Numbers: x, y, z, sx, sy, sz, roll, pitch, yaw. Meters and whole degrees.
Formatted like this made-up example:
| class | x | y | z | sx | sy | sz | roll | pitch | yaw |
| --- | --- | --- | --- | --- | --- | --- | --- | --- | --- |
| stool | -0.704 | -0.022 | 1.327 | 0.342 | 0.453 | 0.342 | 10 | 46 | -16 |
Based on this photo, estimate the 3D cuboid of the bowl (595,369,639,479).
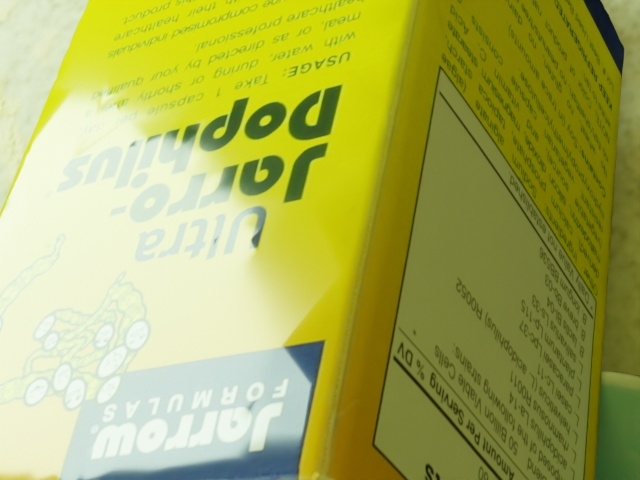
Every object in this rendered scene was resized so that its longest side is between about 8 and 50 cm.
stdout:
| class | x | y | z | sx | sy | sz | roll | pitch | yaw |
| --- | --- | --- | --- | --- | --- | --- | --- | --- | --- |
| bowl | 0.105 | 0.228 | 0.557 | 0.311 | 0.163 | 0.312 | -22 | 42 | 22 |

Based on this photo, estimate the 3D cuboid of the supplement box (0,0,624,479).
| class | x | y | z | sx | sy | sz | roll | pitch | yaw |
| --- | --- | --- | --- | --- | --- | --- | --- | --- | --- |
| supplement box | 0.000 | 0.000 | 0.571 | 0.195 | 0.194 | 0.357 | -12 | 47 | 30 |
